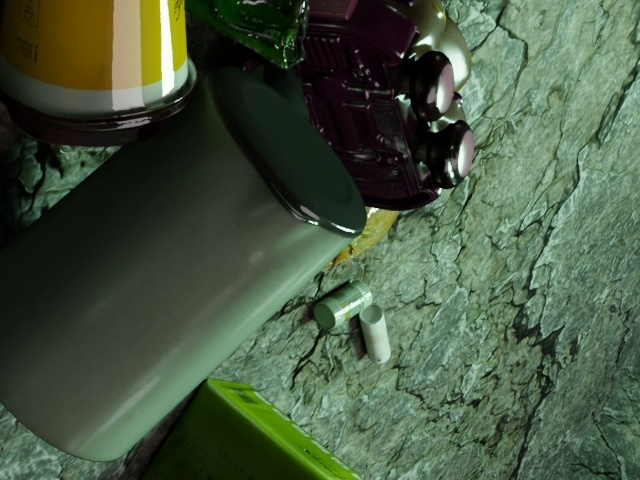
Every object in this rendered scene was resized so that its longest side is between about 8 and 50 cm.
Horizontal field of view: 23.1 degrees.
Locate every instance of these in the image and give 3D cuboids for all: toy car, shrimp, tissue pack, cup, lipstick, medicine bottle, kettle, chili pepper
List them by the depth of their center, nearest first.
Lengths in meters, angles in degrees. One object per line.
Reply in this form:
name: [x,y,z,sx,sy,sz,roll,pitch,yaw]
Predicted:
cup: [-0.204,-0.235,1.425,0.196,0.196,0.280,-26,134,-42]
chili pepper: [-0.094,-0.255,1.603,0.216,0.062,0.108,26,64,-25]
kettle: [-0.156,-0.006,1.643,0.376,0.250,0.361,-41,-160,18]
toy car: [0.060,-0.207,1.830,0.341,0.271,0.240,70,36,-51]
shrimp: [0.000,0.001,2.117,0.267,0.061,0.145,-27,155,-35]
tissue pack: [-0.086,0.356,2.205,0.200,0.274,0.167,-57,153,7]
medicine bottle: [0.034,0.096,2.341,0.083,0.047,0.047,-31,146,-38]
lipstick: [0.088,0.151,2.499,0.040,0.040,0.141,-44,152,-17]

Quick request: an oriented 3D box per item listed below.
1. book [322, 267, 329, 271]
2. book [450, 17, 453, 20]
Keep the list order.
book: [0.032,-0.042,2.183,0.199,0.016,0.138,-52,154,10]
book: [0.074,-0.206,2.076,0.242,0.018,0.170,-59,153,13]
